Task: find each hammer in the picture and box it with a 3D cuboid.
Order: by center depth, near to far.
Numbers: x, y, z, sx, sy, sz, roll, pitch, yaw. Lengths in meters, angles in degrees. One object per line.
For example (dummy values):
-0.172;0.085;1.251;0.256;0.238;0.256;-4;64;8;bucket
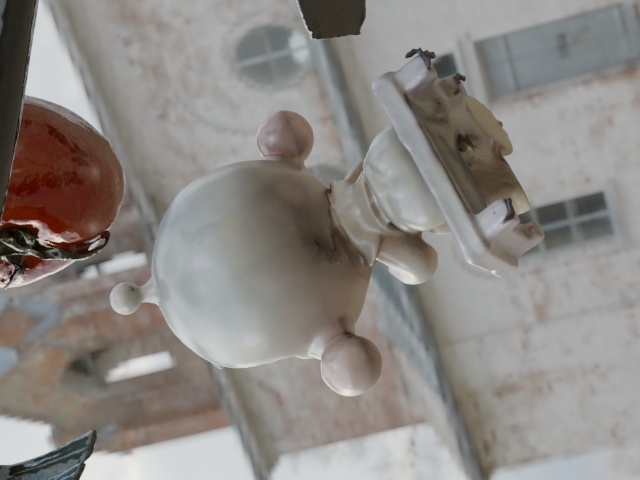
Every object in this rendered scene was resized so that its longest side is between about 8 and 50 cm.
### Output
-0.123;-0.012;0.569;0.033;0.111;0.287;-78;1;-60;hammer

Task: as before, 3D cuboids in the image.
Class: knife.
-0.001;-0.170;0.962;0.028;0.060;0.230;62;-179;23;knife

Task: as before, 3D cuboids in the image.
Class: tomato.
-0.252;-0.049;1.313;0.187;0.187;0.151;59;-159;-61;tomato

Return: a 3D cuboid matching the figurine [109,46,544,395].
-0.001;0.003;0.998;0.182;0.257;0.144;61;-167;2;figurine
